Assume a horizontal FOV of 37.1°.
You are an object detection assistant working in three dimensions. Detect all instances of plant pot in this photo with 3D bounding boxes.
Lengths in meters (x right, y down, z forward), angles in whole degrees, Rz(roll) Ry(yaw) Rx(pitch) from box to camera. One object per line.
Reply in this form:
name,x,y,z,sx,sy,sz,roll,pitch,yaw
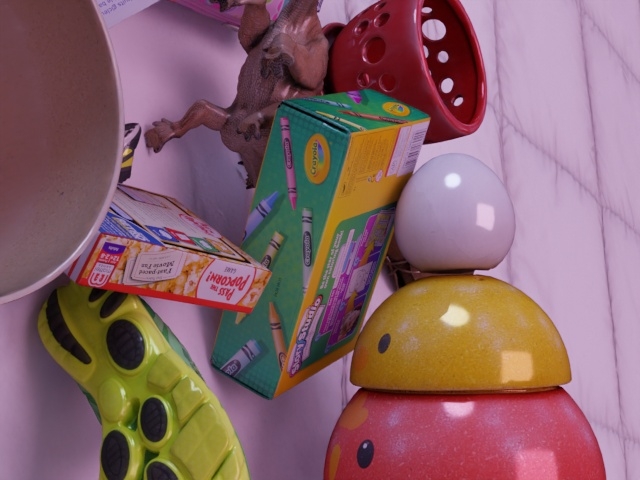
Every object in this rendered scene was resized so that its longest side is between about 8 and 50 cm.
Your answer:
plant pot,0.093,-0.203,1.186,0.191,0.174,0.191,26,57,-49
plant pot,-0.285,-0.083,0.566,0.284,0.191,0.284,25,59,-49

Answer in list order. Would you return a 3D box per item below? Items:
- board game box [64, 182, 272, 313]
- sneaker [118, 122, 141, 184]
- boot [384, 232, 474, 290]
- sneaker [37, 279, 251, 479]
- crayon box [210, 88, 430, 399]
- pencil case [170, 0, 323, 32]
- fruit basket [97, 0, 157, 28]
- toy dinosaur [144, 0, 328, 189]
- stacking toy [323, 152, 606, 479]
board game box,-0.153,-0.005,0.782,0.193,0.147,0.045,16,105,-53
sneaker,-0.184,-0.073,0.865,0.083,0.031,0.035,-65,145,-38
boot,0.118,0.003,1.223,0.305,0.112,0.115,37,60,-47
sneaker,-0.116,0.136,0.720,0.295,0.109,0.123,55,2,40
crayon box,0.000,0.000,0.931,0.165,0.081,0.278,-20,132,-57
pencil case,-0.119,-0.280,0.951,0.284,0.124,0.124,6,74,-56
fruit basket,-0.162,-0.375,0.777,0.327,0.165,0.353,-35,96,-15
toy dinosaur,-0.038,-0.148,0.952,0.200,0.127,0.295,-3,120,-59
stacking toy,0.130,0.155,0.921,0.351,0.351,0.479,8,77,-55
